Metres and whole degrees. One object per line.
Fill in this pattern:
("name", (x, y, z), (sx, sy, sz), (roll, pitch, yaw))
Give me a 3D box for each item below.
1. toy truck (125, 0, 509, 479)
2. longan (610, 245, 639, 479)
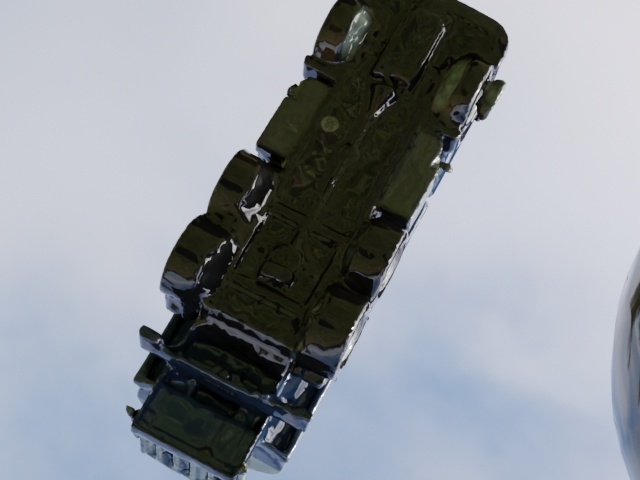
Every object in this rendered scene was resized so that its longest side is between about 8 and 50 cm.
("toy truck", (0.000, 0.000, 0.728), (0.074, 0.088, 0.202), (26, -114, 9))
("longan", (0.367, 0.078, 1.279), (0.336, 0.404, 0.404), (4, -146, 41))
